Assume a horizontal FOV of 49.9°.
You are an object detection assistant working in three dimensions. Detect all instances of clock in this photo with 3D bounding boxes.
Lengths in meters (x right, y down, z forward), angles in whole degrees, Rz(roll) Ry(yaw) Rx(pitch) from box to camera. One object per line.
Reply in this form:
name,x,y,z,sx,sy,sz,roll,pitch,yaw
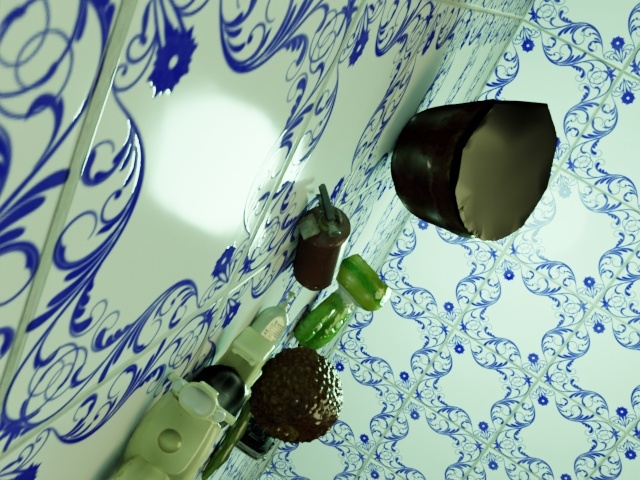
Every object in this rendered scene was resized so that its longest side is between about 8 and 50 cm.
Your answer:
clock,-0.213,0.301,1.119,0.276,0.120,0.379,-58,176,18

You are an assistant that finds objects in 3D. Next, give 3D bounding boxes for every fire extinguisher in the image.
fire extinguisher,0.000,0.000,1.315,0.104,0.105,0.269,-54,170,-25

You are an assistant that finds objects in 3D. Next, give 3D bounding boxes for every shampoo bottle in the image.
shampoo bottle,-0.099,0.167,1.404,0.151,0.045,0.077,-55,135,-10

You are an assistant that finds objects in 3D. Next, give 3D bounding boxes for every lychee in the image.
lychee,-0.062,0.403,1.840,0.267,0.268,0.267,-56,170,-15

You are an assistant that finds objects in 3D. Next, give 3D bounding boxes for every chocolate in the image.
chocolate,0.359,-0.204,1.770,0.384,0.331,0.383,-16,118,-31

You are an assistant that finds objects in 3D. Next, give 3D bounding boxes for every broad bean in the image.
broad bean,-0.244,0.544,1.917,0.297,0.043,0.060,-59,160,-3

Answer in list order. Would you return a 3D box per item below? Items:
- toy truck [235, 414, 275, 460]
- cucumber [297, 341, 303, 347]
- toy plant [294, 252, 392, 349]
toy truck,-0.159,0.539,2.099,0.268,0.124,0.155,-53,174,-35
cucumber,-0.026,0.304,2.266,0.181,0.053,0.053,-43,162,-51
toy plant,0.050,0.201,2.078,0.316,0.184,0.224,-42,165,-2
